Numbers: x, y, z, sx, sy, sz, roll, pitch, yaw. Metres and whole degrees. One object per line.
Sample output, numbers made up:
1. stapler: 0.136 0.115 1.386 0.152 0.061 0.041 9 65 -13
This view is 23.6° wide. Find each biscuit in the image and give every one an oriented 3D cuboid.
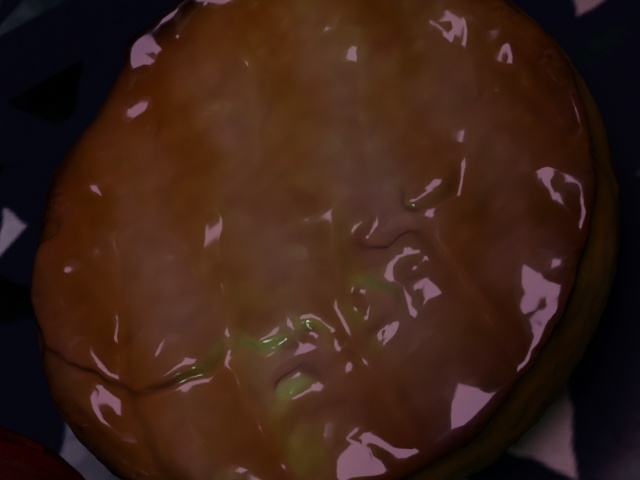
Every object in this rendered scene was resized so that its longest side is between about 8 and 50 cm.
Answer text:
1. biscuit: 0.000 0.000 0.741 0.296 0.102 0.296 -11 61 21

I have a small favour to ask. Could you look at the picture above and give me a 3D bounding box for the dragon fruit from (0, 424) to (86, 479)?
1. dragon fruit: -0.193 0.214 0.603 0.295 0.302 0.295 3 108 10
